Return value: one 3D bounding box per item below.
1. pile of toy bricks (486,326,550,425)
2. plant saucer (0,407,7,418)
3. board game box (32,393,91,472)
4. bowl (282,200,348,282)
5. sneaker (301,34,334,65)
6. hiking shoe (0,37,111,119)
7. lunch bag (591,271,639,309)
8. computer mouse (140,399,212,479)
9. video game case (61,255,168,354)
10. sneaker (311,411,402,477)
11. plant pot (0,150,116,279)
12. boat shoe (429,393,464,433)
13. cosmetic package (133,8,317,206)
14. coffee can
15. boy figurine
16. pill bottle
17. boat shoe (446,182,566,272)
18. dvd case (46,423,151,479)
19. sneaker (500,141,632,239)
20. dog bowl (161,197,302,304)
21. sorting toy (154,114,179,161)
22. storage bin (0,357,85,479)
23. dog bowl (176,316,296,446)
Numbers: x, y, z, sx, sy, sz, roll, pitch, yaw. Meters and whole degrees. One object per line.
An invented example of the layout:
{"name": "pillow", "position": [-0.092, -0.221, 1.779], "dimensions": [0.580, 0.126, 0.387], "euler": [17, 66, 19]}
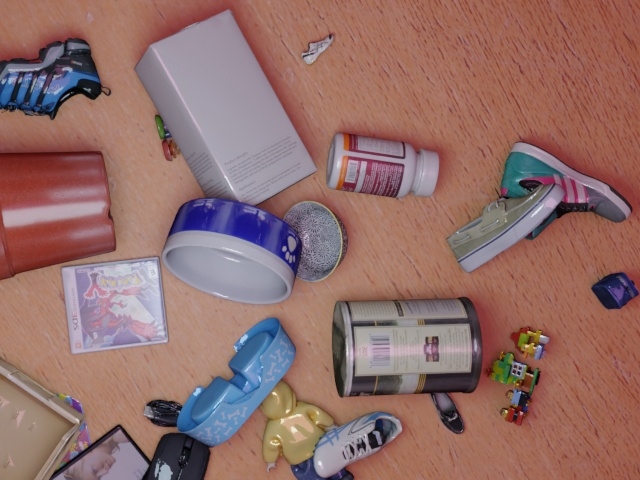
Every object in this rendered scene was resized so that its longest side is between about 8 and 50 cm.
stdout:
{"name": "pile of toy bricks", "position": [0.418, 0.294, 1.820], "dimensions": [0.105, 0.118, 0.212], "euler": [16, 99, 24]}
{"name": "plant saucer", "position": [-0.671, 0.372, 1.709], "dimensions": [0.083, 0.015, 0.083], "euler": [0, 92, -8]}
{"name": "board game box", "position": [-0.551, 0.403, 1.717], "dimensions": [0.133, 0.033, 0.169], "euler": [-13, 93, -7]}
{"name": "bowl", "position": [0.000, 0.000, 1.744], "dimensions": [0.080, 0.170, 0.170], "euler": [-6, 93, -52]}
{"name": "sneaker", "position": [-0.007, -0.414, 1.771], "dimensions": [0.037, 0.032, 0.083], "euler": [44, 85, -7]}
{"name": "hiking shoe", "position": [-0.585, -0.294, 1.655], "dimensions": [0.304, 0.113, 0.132], "euler": [-24, 94, -6]}
{"name": "lunch bag", "position": [0.656, 0.108, 1.839], "dimensions": [0.065, 0.098, 0.067], "euler": [-36, 90, -8]}
{"name": "computer mouse", "position": [-0.306, 0.477, 1.712], "dimensions": [0.188, 0.072, 0.272], "euler": [20, 84, -18]}
{"name": "video game case", "position": [-0.427, 0.135, 1.732], "dimensions": [0.201, 0.023, 0.184], "euler": [-6, 92, -8]}
{"name": "sneaker", "position": [0.076, 0.417, 1.722], "dimensions": [0.237, 0.086, 0.085], "euler": [-21, 92, -42]}
{"name": "plant pot", "position": [-0.541, -0.060, 1.608], "dimensions": [0.265, 0.272, 0.273], "euler": [-8, 92, -16]}
{"name": "boat shoe", "position": [0.281, 0.373, 1.825], "dimensions": [0.046, 0.038, 0.125], "euler": [-27, 95, -6]}
{"name": "cosmetic package", "position": [-0.190, -0.244, 1.665], "dimensions": [0.197, 0.155, 0.366], "euler": [-30, 94, -26]}
{"name": "coffee can", "position": [0.173, 0.220, 1.725], "dimensions": [0.275, 0.201, 0.202], "euler": [-1, 91, -7]}
{"name": "boy figurine", "position": [-0.053, 0.416, 1.755], "dimensions": [0.177, 0.092, 0.285], "euler": [-35, 94, -9]}
{"name": "pill bottle", "position": [0.129, -0.154, 1.751], "dimensions": [0.221, 0.121, 0.121], "euler": [8, 90, -8]}
{"name": "boat shoe", "position": [0.373, -0.036, 1.722], "dimensions": [0.094, 0.302, 0.109], "euler": [48, 42, 2]}
{"name": "dvd case", "position": [-0.466, 0.527, 1.729], "dimensions": [0.253, 0.022, 0.180], "euler": [-37, 101, -5]}
{"name": "sneaker", "position": [0.513, -0.070, 1.801], "dimensions": [0.295, 0.124, 0.178], "euler": [29, 83, 0]}
{"name": "dog bowl", "position": [-0.172, 0.025, 1.637], "dimensions": [0.264, 0.265, 0.104], "euler": [18, 65, -8]}
{"name": "sorting toy", "position": [-0.311, -0.216, 1.722], "dimensions": [0.042, 0.061, 0.102], "euler": [-15, 116, -8]}
{"name": "storage bin", "position": [-0.646, 0.395, 1.635], "dimensions": [0.262, 0.123, 0.260], "euler": [34, 89, 1]}
{"name": "dog bowl", "position": [-0.165, 0.292, 1.695], "dimensions": [0.074, 0.166, 0.297], "euler": [47, 74, -19]}
